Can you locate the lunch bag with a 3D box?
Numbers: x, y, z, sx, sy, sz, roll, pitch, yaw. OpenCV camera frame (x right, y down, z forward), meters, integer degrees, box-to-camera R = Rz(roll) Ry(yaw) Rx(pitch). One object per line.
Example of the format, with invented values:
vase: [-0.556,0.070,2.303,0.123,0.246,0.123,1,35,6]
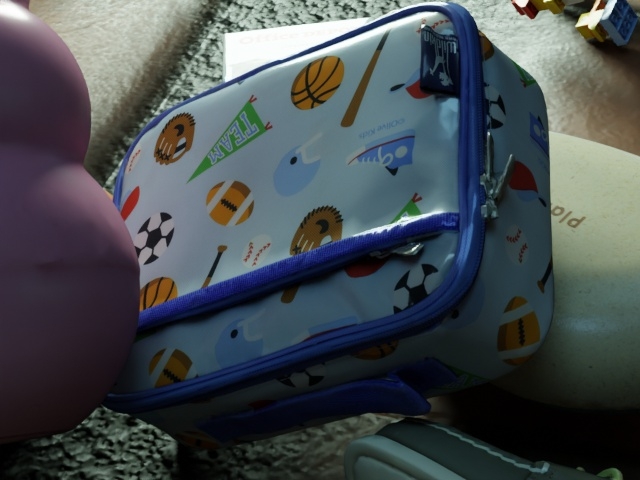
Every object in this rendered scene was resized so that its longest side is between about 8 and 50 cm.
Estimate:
lunch bag: [0.000,0.000,0.868,0.303,0.115,0.243,-20,49,33]

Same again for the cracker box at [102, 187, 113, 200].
cracker box: [-0.280,-0.060,1.029,0.232,0.067,0.156,35,20,23]

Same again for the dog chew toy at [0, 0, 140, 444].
dog chew toy: [-0.217,-0.048,0.817,0.207,0.206,0.331,-10,82,-3]

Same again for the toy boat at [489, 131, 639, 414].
toy boat: [0.211,-0.003,0.944,0.318,0.148,0.267,-36,43,-19]

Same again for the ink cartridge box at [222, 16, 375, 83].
ink cartridge box: [-0.011,-0.092,1.112,0.127,0.072,0.175,-7,41,2]

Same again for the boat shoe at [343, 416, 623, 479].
boat shoe: [0.149,0.177,0.757,0.305,0.109,0.091,30,52,27]

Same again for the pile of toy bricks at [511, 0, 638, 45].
pile of toy bricks: [0.235,-0.249,1.253,0.105,0.118,0.212,-5,49,48]
